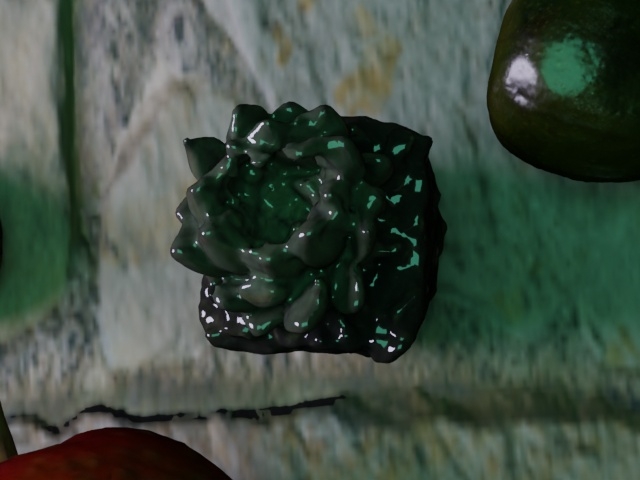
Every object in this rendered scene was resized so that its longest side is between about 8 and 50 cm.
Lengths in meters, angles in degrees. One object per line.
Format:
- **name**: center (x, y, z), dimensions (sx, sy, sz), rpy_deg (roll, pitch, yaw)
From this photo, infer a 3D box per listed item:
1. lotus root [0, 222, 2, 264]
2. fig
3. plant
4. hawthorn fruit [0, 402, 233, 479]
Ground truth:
- **lotus root**: center (-0.257, -0.002, 1.075), dimensions (0.122, 0.081, 0.112), rpy_deg (-7, 76, 10)
- **fig**: center (0.179, -0.081, 0.989), dimensions (0.177, 0.117, 0.117), rpy_deg (14, 88, -5)
- **plant**: center (0.000, 0.000, 0.963), dimensions (0.129, 0.194, 0.132), rpy_deg (-1, 84, 15)
- **hawthorn fruit**: center (-0.120, 0.227, 0.947), dimensions (0.261, 0.258, 0.258), rpy_deg (32, 91, 30)
